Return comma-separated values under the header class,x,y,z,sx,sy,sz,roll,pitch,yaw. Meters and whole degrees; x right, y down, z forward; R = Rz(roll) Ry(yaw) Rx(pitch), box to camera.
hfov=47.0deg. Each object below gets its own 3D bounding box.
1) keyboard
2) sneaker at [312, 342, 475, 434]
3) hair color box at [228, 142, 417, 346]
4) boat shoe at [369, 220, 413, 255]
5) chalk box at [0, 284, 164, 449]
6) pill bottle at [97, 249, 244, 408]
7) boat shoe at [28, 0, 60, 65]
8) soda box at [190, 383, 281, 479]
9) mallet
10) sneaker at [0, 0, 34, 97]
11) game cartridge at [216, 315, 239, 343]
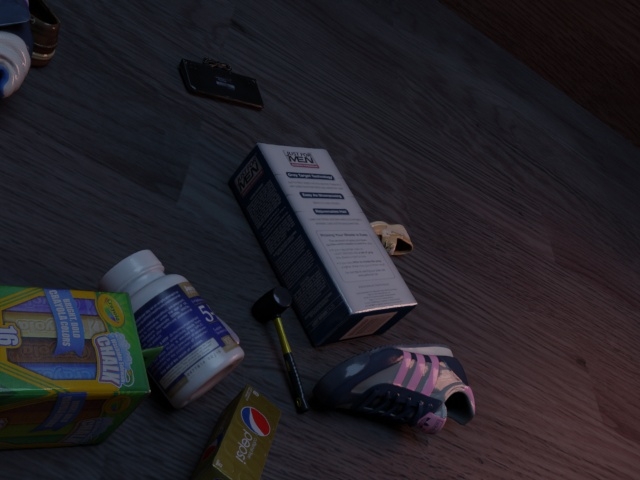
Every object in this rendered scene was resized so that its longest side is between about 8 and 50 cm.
class,x,y,z,sx,sy,sz,roll,pitch,yaw
keyboard,-0.198,-0.318,1.469,0.180,0.023,0.108,7,55,-42
sneaker,0.131,0.237,1.130,0.319,0.112,0.131,1,49,-43
hair color box,0.000,0.000,1.255,0.174,0.105,0.347,-1,55,-46
boat shoe,0.123,0.003,1.414,0.170,0.063,0.059,-4,50,-48
chalk box,-0.276,0.141,0.802,0.213,0.132,0.132,9,47,-38
pill bottle,-0.195,0.108,0.937,0.187,0.112,0.112,50,35,9
boat shoe,-0.497,-0.406,1.192,0.257,0.095,0.095,51,35,11
soda box,-0.100,0.252,0.885,0.061,0.058,0.181,40,19,-6
mallet,-0.046,0.156,1.080,0.039,0.062,0.190,3,51,-42
sneaker,-0.555,-0.294,0.988,0.322,0.130,0.236,10,53,-31
game cartridge,-0.153,0.125,1.011,0.083,0.056,0.017,40,42,-6
